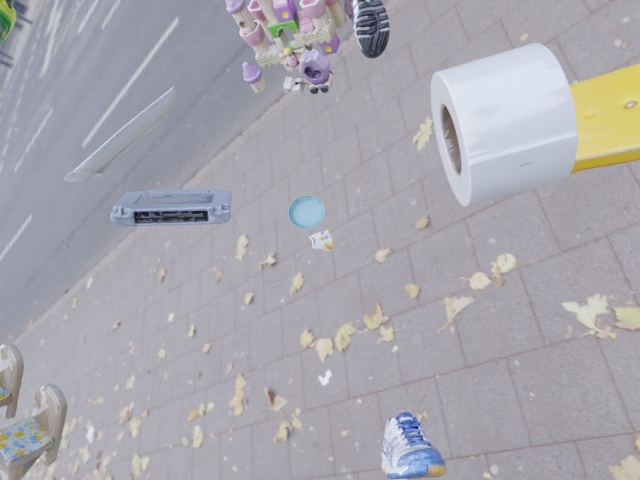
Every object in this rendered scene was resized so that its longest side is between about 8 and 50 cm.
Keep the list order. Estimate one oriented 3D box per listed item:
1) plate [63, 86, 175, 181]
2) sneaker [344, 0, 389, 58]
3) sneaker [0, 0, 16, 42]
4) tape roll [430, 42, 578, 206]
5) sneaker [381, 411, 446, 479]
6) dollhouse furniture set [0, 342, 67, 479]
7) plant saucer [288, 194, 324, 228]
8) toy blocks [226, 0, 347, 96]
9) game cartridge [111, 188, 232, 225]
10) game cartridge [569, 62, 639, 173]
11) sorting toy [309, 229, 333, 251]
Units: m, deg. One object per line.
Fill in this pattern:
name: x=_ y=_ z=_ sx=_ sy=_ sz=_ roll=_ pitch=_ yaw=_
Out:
plate: x=-0.458 y=-0.228 z=1.037 sx=0.278 sy=0.045 sz=0.277 roll=-51 pitch=27 yaw=-21
sneaker: x=0.136 y=-0.681 z=1.386 sx=0.162 sy=0.106 sz=0.281 roll=-178 pitch=79 yaw=-84
sneaker: x=-0.636 y=-0.375 z=0.683 sx=0.109 sy=0.295 sz=0.123 roll=31 pitch=104 yaw=34
tape roll: x=0.308 y=-0.196 z=0.791 sx=0.169 sy=0.246 sz=0.246 roll=-15 pitch=60 yaw=7
sneaker: x=0.185 y=0.444 z=0.983 sx=0.296 sy=0.112 sz=0.131 roll=107 pitch=165 yaw=-67
dollhouse furniture set: x=-0.648 y=0.213 z=0.654 sx=0.394 sy=0.362 sz=0.256 roll=29 pitch=110 yaw=22
plant saucer: x=-0.044 y=-0.089 z=1.452 sx=0.119 sy=0.021 sz=0.119 roll=-2 pitch=68 yaw=5
toy blocks: x=-0.109 y=-0.581 z=1.186 sx=0.289 sy=0.260 sz=0.309 roll=0 pitch=62 yaw=24
game cartridge: x=-0.397 y=-0.095 z=1.244 sx=0.198 sy=0.297 sz=0.062 roll=-117 pitch=27 yaw=-71
game cartridge: x=0.630 y=-0.274 z=1.042 sx=0.324 sy=0.052 sz=0.285 roll=-9 pitch=47 yaw=43
sorting toy: x=0.000 y=0.000 z=1.621 sx=0.045 sy=0.075 sz=0.083 roll=111 pitch=143 yaw=-59
